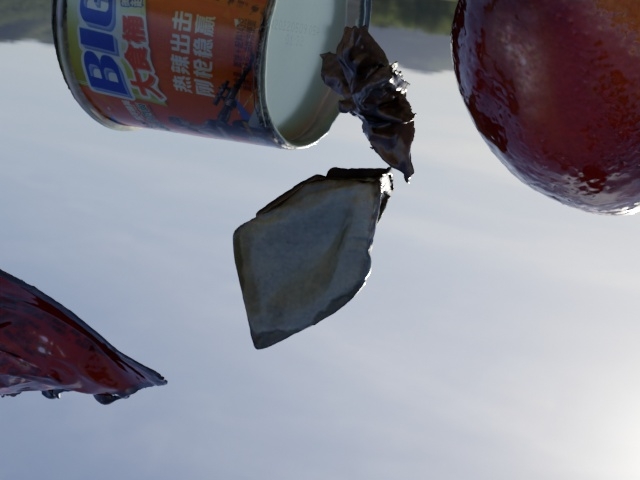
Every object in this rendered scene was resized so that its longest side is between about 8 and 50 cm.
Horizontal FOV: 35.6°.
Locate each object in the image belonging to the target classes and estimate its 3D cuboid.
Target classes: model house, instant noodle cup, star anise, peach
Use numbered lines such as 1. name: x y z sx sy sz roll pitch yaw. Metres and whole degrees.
1. model house: 0.006 -0.003 0.871 0.165 0.106 0.152 -27 -174 19
2. instant noodle cup: -0.092 -0.224 1.002 0.214 0.296 0.296 18 -164 23
3. star anise: 0.034 -0.119 0.789 0.056 0.124 0.129 -28 -131 -10
4. peach: 0.174 -0.094 0.603 0.154 0.159 0.267 57 -154 14

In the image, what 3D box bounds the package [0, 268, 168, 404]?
1. package: -0.253 0.086 0.787 0.194 0.071 0.269 26 159 -28
